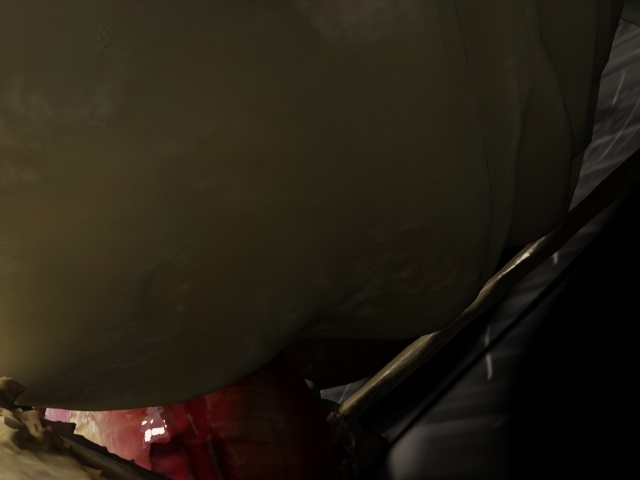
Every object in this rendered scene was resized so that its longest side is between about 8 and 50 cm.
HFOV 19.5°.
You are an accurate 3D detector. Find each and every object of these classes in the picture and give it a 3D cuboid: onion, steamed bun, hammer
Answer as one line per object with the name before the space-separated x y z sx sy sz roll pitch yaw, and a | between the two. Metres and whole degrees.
onion | -0.055 0.130 0.865 0.230 0.163 0.230 -23 63 55
steamed bun | -0.014 -0.116 0.687 0.255 0.342 0.367 -13 16 21
hammer | 0.087 0.016 0.878 0.292 0.058 0.029 -43 18 29

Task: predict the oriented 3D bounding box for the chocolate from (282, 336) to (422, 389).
chocolate | 0.000 0.000 0.989 0.176 0.177 0.177 -52 11 15

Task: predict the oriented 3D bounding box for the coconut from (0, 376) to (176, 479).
coconut | -0.111 0.183 0.585 0.254 0.297 0.297 -59 11 -10

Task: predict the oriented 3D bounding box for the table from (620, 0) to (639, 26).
table | 0.170 -0.159 0.779 0.240 0.122 0.111 -167 99 -78
